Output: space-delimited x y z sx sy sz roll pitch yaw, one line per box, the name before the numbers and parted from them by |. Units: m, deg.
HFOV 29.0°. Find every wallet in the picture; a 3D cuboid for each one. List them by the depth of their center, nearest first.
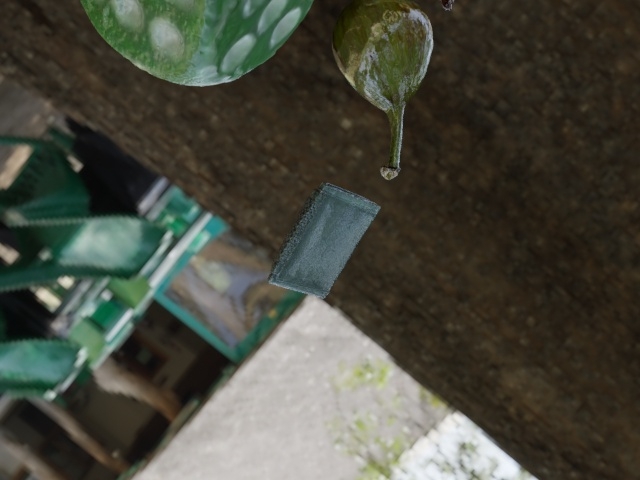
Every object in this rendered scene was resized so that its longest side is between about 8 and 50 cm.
wallet | 0.000 0.000 1.361 0.129 0.088 0.026 -59 -141 17

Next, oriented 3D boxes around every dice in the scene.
dice | -0.179 -0.426 1.858 0.300 0.297 0.287 -38 160 -44

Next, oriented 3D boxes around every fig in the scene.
fig | 0.110 -0.227 1.787 0.151 0.259 0.151 -18 175 -1

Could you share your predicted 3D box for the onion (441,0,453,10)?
onion | 0.210 -0.488 1.938 0.227 0.120 0.283 -18 -108 52
